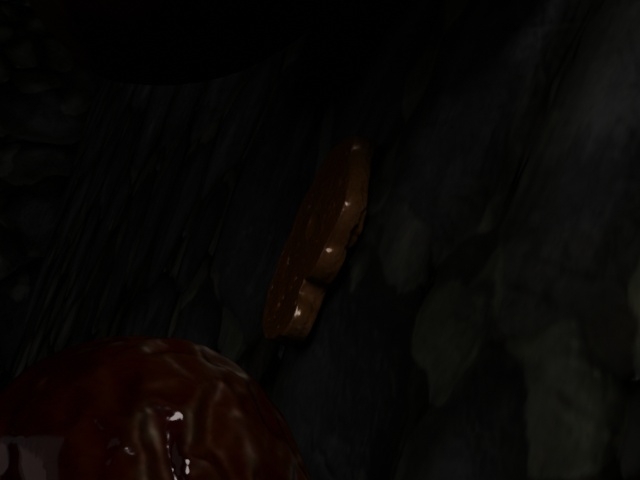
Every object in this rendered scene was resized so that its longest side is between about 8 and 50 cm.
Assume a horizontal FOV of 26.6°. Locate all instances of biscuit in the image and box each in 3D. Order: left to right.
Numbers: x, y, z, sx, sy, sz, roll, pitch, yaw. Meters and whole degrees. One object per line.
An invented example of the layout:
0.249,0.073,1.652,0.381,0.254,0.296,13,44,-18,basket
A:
0.000,0.000,0.784,0.130,0.019,0.102,-67,15,4,biscuit

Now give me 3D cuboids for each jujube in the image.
-0.079,0.154,0.599,0.168,0.168,0.236,-55,37,39,jujube

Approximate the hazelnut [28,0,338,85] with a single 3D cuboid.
-0.112,-0.309,0.890,0.409,0.359,0.359,70,-156,-50,hazelnut
